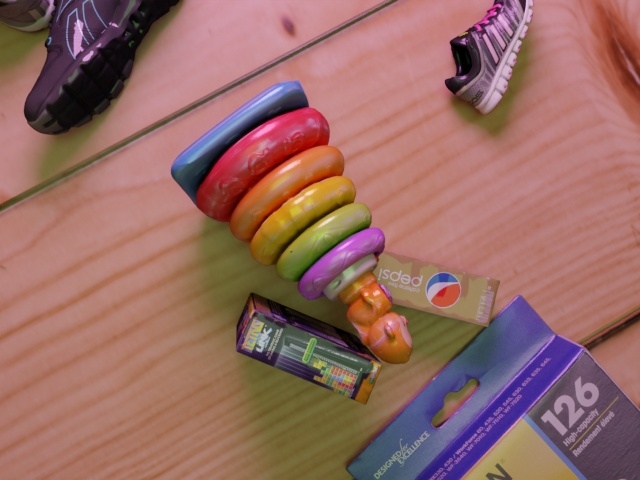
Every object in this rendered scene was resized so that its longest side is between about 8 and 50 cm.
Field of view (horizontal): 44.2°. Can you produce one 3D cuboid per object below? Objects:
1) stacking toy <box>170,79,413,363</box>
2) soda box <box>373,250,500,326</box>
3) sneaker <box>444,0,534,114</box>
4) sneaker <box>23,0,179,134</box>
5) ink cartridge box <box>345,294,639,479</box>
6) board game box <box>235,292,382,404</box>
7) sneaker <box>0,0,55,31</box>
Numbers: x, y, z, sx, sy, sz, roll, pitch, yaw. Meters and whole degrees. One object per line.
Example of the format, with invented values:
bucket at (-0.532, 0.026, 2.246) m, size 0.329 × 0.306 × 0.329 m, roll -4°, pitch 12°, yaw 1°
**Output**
stacking toy at (0.000, 0.000, 0.810) m, size 0.166 × 0.175 × 0.302 m, roll -37°, pitch 78°, yaw -5°
soda box at (0.109, 0.050, 0.914) m, size 0.181 × 0.061 × 0.058 m, roll 15°, pitch 89°, yaw -6°
sneaker at (0.192, -0.237, 0.918) m, size 0.075 × 0.063 × 0.170 m, roll 16°, pitch 94°, yaw -13°
sneaker at (-0.248, -0.237, 0.864) m, size 0.106 × 0.101 × 0.267 m, roll 32°, pitch 81°, yaw 8°
ink cartridge box at (0.244, 0.277, 0.927) m, size 0.303 × 0.072 × 0.307 m, roll -44°, pitch 97°, yaw -7°
board game box at (-0.019, 0.111, 0.846) m, size 0.141 × 0.170 × 0.048 m, roll 22°, pitch 90°, yaw -6°
sneaker at (-0.392, -0.299, 0.815) m, size 0.229 × 0.132 × 0.086 m, roll 19°, pitch 89°, yaw -7°
